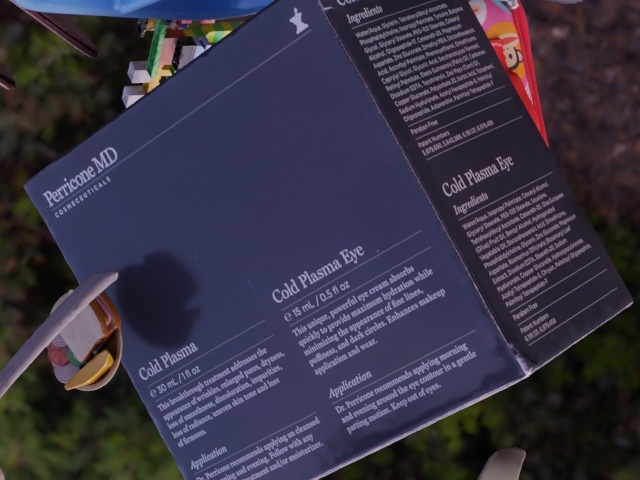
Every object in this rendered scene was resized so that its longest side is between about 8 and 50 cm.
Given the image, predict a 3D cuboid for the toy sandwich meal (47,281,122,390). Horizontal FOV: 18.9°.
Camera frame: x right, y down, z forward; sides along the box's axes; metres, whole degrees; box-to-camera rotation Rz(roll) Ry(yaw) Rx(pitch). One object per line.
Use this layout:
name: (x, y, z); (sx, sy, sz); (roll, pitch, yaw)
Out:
toy sandwich meal: (-0.181, 0.074, 1.444); (0.085, 0.086, 0.029); (-2, -178, 36)

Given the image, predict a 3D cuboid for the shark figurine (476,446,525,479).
shark figurine: (0.140, 0.260, 1.288); (0.278, 0.166, 0.116); (38, 133, -2)

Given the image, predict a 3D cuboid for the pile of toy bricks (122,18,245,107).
pile of toy bricks: (-0.111, -0.187, 1.847); (0.105, 0.118, 0.212); (-4, 134, -25)

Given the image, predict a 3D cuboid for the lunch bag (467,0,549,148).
lunch bag: (0.149, -0.135, 2.077); (0.258, 0.120, 0.293); (7, 111, 59)

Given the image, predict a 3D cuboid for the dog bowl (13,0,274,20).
dog bowl: (-0.112, -0.215, 1.411); (0.166, 0.074, 0.297); (-14, 172, 42)

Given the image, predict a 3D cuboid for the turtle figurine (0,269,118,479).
turtle figurine: (-0.193, 0.192, 0.936); (0.266, 0.275, 0.198); (-8, 141, -22)

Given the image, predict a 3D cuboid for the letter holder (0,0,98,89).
letter holder: (-0.334, -0.197, 1.433); (0.214, 0.152, 0.302); (45, -176, 34)

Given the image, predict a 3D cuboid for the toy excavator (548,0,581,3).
toy excavator: (0.015, -0.328, 1.322); (0.222, 0.445, 0.433); (4, 131, -38)

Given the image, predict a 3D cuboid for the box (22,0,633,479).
box: (0.000, 0.000, 1.459); (0.343, 0.179, 0.313); (-30, 88, 38)
